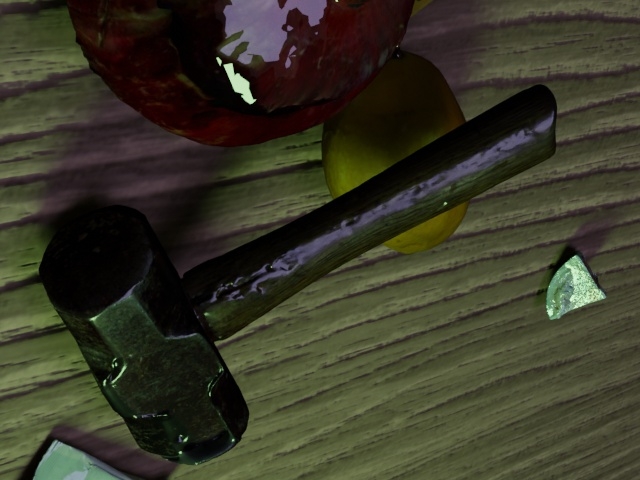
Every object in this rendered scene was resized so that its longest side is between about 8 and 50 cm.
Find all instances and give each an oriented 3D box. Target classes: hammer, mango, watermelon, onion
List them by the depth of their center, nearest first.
[{"bbox_3d":[-0.042,-0.179,1.039,0.246,0.190,0.246,-17,115,-40],"label":"onion"},{"bbox_3d":[0.000,0.000,1.251,0.409,0.095,0.242,-30,142,-4],"label":"hammer"},{"bbox_3d":[0.068,-0.062,1.375,0.227,0.109,0.147,67,40,-54],"label":"mango"},{"bbox_3d":[0.286,0.057,1.821,0.085,0.061,0.085,-36,139,-40],"label":"watermelon"}]

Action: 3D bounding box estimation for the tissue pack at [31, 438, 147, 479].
[{"bbox_3d":[-0.199,0.238,1.377,0.122,0.026,0.193,-55,149,0],"label":"tissue pack"}]

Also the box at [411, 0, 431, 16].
[{"bbox_3d":[0.067,-0.235,1.277,0.235,0.034,0.132,-40,146,-23],"label":"box"}]
